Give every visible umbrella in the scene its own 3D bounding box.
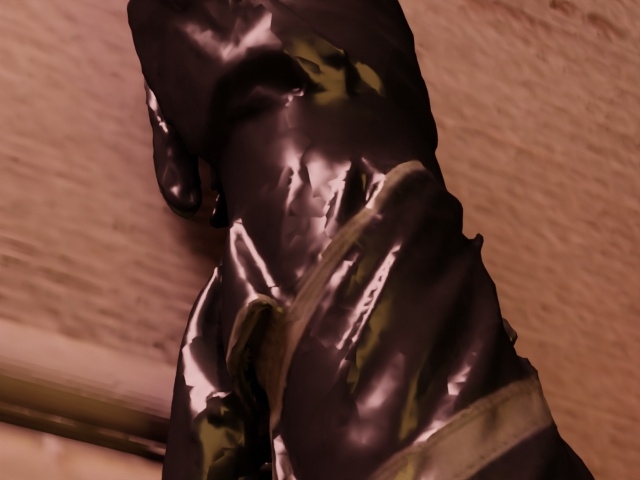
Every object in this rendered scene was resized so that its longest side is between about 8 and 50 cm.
[{"bbox_3d":[0.002,0.002,0.541,0.113,0.106,0.357,14,47,-47],"label":"umbrella"}]
